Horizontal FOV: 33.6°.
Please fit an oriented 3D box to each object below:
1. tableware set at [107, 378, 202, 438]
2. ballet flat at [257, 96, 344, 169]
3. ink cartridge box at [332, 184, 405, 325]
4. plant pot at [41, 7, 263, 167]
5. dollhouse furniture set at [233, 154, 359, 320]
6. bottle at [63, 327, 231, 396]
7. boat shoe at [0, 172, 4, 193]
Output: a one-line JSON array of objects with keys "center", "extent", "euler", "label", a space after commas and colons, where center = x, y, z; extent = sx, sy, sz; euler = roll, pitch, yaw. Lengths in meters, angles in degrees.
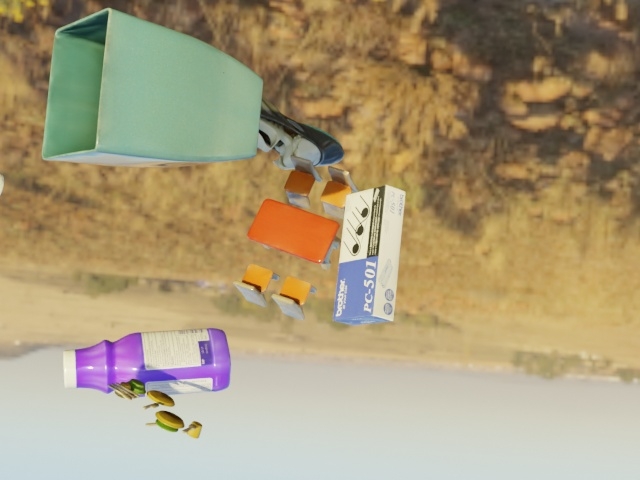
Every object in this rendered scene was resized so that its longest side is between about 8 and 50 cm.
[{"center": [-0.250, 0.259, 1.624], "extent": [0.154, 0.024, 0.104], "euler": [27, -171, 16], "label": "tableware set"}, {"center": [-0.078, -0.192, 2.014], "extent": [0.280, 0.096, 0.095], "euler": [28, 142, -25], "label": "ballet flat"}, {"center": [0.076, 0.024, 1.643], "extent": [0.046, 0.207, 0.097], "euler": [17, 162, -35], "label": "ink cartridge box"}, {"center": [-0.198, -0.170, 1.324], "extent": [0.234, 0.165, 0.166], "euler": [7, 176, -35], "label": "plant pot"}, {"center": [0.000, 0.000, 1.829], "extent": [0.259, 0.262, 0.135], "euler": [19, 165, 20], "label": "dollhouse furniture set"}, {"center": [-0.300, 0.214, 1.837], "extent": [0.283, 0.092, 0.118], "euler": [-3, -145, -13], "label": "bottle"}, {"center": [-0.735, -0.026, 2.049], "extent": [0.091, 0.302, 0.114], "euler": [34, 177, -43], "label": "boat shoe"}]
